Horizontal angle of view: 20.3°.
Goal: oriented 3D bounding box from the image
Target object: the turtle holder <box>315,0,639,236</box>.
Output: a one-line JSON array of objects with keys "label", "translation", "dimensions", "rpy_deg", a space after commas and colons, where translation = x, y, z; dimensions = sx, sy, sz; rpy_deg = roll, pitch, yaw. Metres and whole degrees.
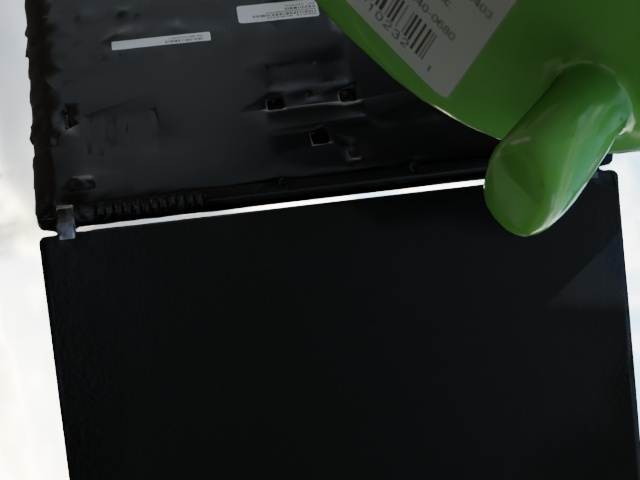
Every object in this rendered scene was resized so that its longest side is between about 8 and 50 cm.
[{"label": "turtle holder", "translation": [0.091, -0.186, 0.534], "dimensions": [0.243, 0.227, 0.320], "rpy_deg": [31, -34, 33]}]

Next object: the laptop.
[{"label": "laptop", "translation": [0.000, 0.000, 0.773], "dimensions": [0.264, 0.234, 0.136], "rpy_deg": [-103, -172, -45]}]
